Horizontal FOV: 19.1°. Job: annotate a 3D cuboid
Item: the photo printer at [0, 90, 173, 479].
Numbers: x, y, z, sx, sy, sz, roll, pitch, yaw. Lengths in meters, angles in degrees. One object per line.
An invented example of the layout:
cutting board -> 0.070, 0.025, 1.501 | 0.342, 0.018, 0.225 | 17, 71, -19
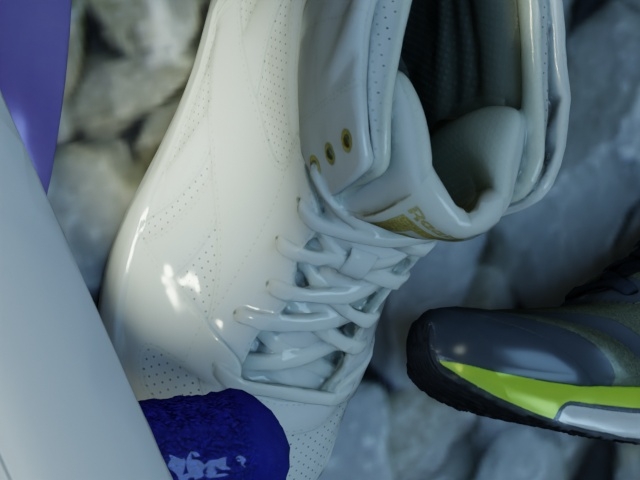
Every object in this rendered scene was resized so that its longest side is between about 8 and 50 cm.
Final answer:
photo printer -> -0.166, 0.058, 0.431 | 0.256, 0.107, 0.307 | -29, 100, -33

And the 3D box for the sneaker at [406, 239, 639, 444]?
sneaker -> 0.170, 0.015, 0.805 | 0.300, 0.111, 0.121 | -7, 93, -25

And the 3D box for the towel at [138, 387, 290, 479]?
towel -> -0.176, 0.137, 0.659 | 0.308, 0.076, 0.227 | -5, 136, -21

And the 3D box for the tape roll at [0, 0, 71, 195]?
tape roll -> -0.145, -0.042, 0.618 | 0.080, 0.189, 0.189 | 8, 97, -22

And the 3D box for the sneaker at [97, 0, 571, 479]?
sneaker -> 0.000, 0.000, 0.693 | 0.108, 0.169, 0.292 | 8, 99, -24
